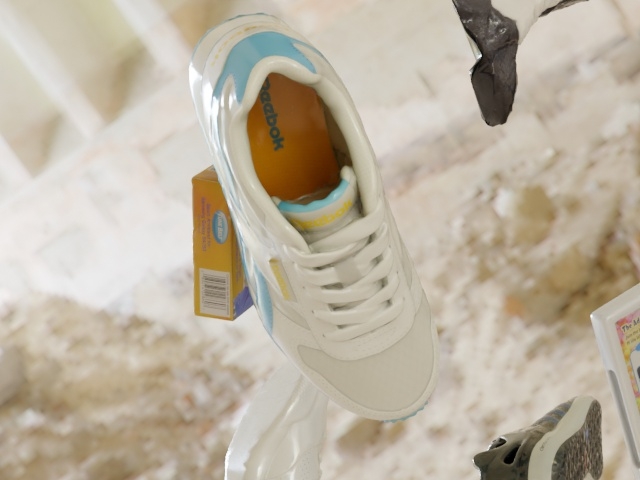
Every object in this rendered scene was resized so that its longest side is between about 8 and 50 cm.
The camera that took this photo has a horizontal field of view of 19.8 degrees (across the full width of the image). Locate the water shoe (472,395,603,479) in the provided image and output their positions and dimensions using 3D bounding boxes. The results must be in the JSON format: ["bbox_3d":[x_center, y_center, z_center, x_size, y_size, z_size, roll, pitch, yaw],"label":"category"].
[{"bbox_3d":[0.171,0.162,1.437,0.080,0.073,0.203,-1,2,19],"label":"water shoe"}]

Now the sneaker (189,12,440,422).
[{"bbox_3d":[0.000,0.000,0.928,0.087,0.229,0.092,-27,20,-5],"label":"sneaker"}]

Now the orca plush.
[{"bbox_3d":[0.147,-0.171,1.122,0.102,0.151,0.287,-33,24,53],"label":"orca plush"}]

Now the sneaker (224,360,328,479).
[{"bbox_3d":[-0.023,0.188,1.423,0.080,0.094,0.212,-26,37,59],"label":"sneaker"}]

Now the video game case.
[{"bbox_3d":[0.243,0.073,1.124,0.157,0.143,0.019,-29,23,-25],"label":"video game case"}]

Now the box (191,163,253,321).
[{"bbox_3d":[-0.031,-0.016,1.044,0.028,0.081,0.136,9,22,23],"label":"box"}]
